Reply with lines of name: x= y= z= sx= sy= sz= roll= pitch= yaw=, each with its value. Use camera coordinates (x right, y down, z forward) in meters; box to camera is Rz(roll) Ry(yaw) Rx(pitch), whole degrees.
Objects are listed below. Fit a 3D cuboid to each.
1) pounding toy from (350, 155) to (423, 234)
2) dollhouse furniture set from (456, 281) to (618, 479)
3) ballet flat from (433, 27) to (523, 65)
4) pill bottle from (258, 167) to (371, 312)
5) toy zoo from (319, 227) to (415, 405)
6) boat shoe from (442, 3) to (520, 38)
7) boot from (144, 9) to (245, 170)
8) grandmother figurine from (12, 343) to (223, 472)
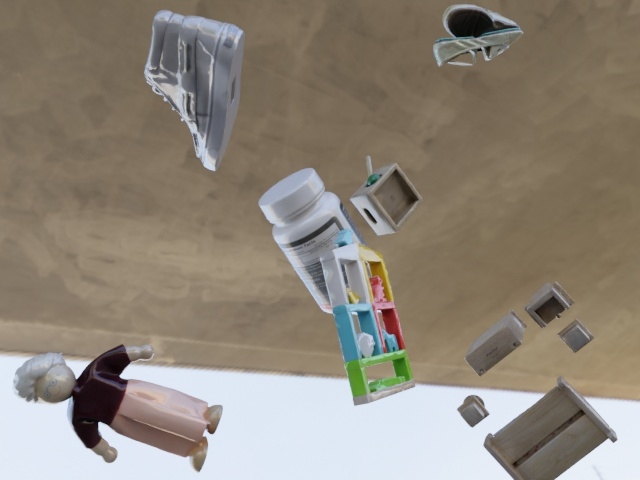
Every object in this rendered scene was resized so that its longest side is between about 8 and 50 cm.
pounding toy: x=0.137 y=-0.107 z=1.466 sx=0.141 sy=0.100 sz=0.130 roll=51 pitch=-117 yaw=-16
dollhouse furniture set: x=0.458 y=0.304 z=1.264 sx=0.303 sy=0.355 sz=0.174 roll=-44 pitch=-10 yaw=16
ballet flat: x=0.285 y=-0.346 z=1.185 sx=0.168 sy=0.057 sz=0.052 roll=-10 pitch=-86 yaw=-4
pill bottle: x=0.000 y=0.000 z=1.384 sx=0.161 sy=0.161 sz=0.283 roll=-30 pitch=-70 yaw=7
toy zoo: x=0.078 y=0.120 z=1.119 sx=0.030 sy=0.293 sz=0.192 roll=-19 pitch=-13 yaw=28
boat shoe: x=0.289 y=-0.410 z=1.227 sx=0.190 sy=0.072 sz=0.068 roll=2 pitch=-43 yaw=-40
boot: x=-0.184 y=-0.212 z=0.934 sx=0.123 sy=0.095 sz=0.258 roll=17 pitch=-39 yaw=-1
grandmother figurine: x=-0.344 y=0.273 z=1.115 sx=0.342 sy=0.208 sz=0.104 roll=22 pitch=-17 yaw=-16
